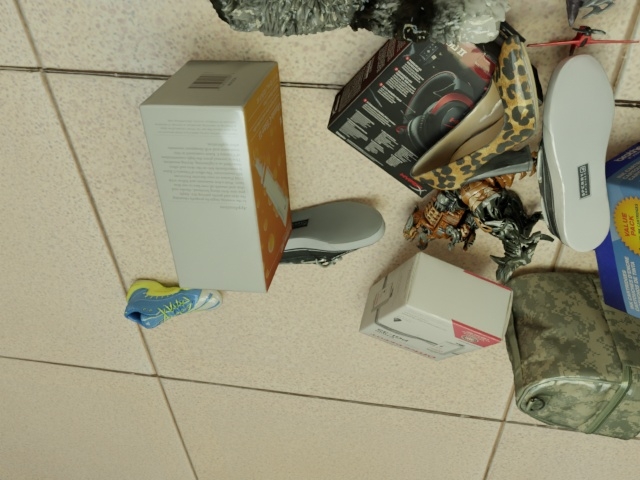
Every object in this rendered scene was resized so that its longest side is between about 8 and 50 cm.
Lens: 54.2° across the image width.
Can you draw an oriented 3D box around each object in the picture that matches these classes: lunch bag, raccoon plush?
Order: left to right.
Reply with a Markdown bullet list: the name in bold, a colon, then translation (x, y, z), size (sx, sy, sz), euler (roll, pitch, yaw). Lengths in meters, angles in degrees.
- **raccoon plush**: translation (0.025, -0.433, 0.777), size (0.446, 0.216, 0.299), euler (6, 130, 8)
- **lunch bag**: translation (0.491, 0.211, 1.230), size (0.255, 0.305, 0.213), euler (11, 133, -3)

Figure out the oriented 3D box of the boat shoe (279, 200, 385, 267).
- **boat shoe**: translation (-0.001, 0.003, 1.273), size (0.306, 0.113, 0.105), euler (-10, 137, 25)

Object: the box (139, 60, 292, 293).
- **box**: translation (-0.163, -0.110, 1.087), size (0.168, 0.215, 0.345), euler (4, 125, 10)

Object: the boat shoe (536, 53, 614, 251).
- **boat shoe**: translation (0.381, -0.134, 0.966), size (0.108, 0.102, 0.301), euler (-18, 113, -8)

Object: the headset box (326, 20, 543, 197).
- **headset box**: translation (0.187, -0.234, 0.994), size (0.218, 0.110, 0.293), euler (32, 132, -19)

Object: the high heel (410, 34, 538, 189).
- **high heel**: translation (0.211, -0.170, 0.901), size (0.186, 0.093, 0.261), euler (-9, 142, 10)

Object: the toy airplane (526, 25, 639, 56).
- **toy airplane**: translation (0.375, -0.288, 0.902), size (0.151, 0.151, 0.028), euler (2, 95, 12)

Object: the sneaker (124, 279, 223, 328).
- **sneaker**: translation (-0.359, 0.166, 1.503), size (0.240, 0.126, 0.091), euler (2, 134, 12)

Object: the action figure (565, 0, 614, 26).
- **action figure**: translation (0.462, -0.370, 0.799), size (0.284, 0.099, 0.185), euler (-4, 151, 28)

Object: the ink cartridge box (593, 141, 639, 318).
- **ink cartridge box**: translation (0.578, 0.007, 0.975), size (0.151, 0.395, 0.270), euler (-27, 113, -14)

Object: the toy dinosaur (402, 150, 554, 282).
- **toy dinosaur**: translation (0.298, -0.057, 1.126), size (0.218, 0.164, 0.322), euler (46, 148, -10)

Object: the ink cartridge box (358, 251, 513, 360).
- **ink cartridge box**: translation (0.225, 0.147, 1.285), size (0.207, 0.117, 0.283), euler (21, 157, -8)
